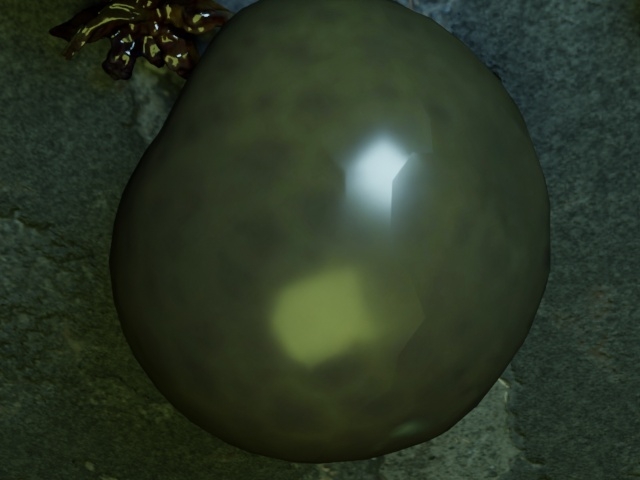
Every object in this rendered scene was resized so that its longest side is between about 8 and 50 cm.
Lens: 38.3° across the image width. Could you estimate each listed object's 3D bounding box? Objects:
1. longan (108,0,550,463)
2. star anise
[{"bbox_3d":[0.000,0.000,0.781,0.405,0.336,0.404,11,110,33],"label":"longan"},{"bbox_3d":[-0.155,-0.203,0.800,0.168,0.057,0.167,-2,129,-3],"label":"star anise"}]
